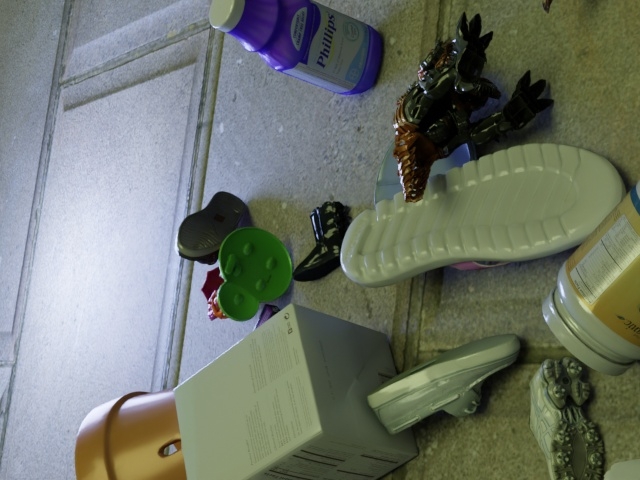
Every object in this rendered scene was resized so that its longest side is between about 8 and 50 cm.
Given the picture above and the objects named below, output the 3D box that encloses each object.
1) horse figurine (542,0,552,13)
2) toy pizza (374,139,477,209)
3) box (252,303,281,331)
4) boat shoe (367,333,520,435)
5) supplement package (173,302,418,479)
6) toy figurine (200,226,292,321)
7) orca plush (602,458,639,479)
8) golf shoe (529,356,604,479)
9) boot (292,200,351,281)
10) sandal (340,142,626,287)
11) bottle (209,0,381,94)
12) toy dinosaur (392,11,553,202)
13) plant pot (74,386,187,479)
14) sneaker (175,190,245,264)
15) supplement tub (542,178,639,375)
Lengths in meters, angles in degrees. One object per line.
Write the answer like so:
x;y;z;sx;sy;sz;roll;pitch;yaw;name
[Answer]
0.363;-0.392;1.493;0.263;0.174;0.066;-56;47;45;horse figurine
0.154;-0.081;1.743;0.201;0.032;0.201;-19;64;46;toy pizza
-0.065;0.189;1.941;0.162;0.029;0.116;41;111;49;box
0.170;0.192;1.593;0.227;0.079;0.081;-27;92;27;boat shoe
-0.040;0.255;1.721;0.262;0.198;0.199;-37;50;31;supplement package
-0.144;0.083;2.010;0.159;0.130;0.173;-40;22;54;toy figurine
0.424;0.289;1.244;0.287;0.102;0.151;-12;23;40;orca plush
0.285;0.231;1.452;0.086;0.069;0.176;129;145;-59;golf shoe
-0.001;0.000;1.909;0.121;0.045;0.099;-31;57;35;boot
0.214;-0.022;1.592;0.416;0.102;0.169;-11;55;37;sandal
-0.036;-0.312;1.864;0.092;0.282;0.118;-1;76;53;bottle
0.175;-0.169;1.634;0.218;0.164;0.322;-29;49;44;toy dinosaur
-0.205;0.347;1.890;0.203;0.291;0.291;-29;54;23;plant pot
-0.197;0.010;2.078;0.118;0.083;0.222;-64;-6;28;sneaker
0.354;0.039;1.344;0.200;0.144;0.144;-53;42;28;supplement tub
